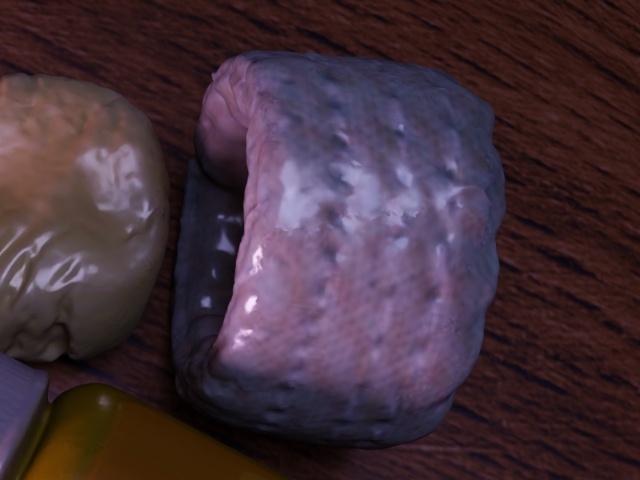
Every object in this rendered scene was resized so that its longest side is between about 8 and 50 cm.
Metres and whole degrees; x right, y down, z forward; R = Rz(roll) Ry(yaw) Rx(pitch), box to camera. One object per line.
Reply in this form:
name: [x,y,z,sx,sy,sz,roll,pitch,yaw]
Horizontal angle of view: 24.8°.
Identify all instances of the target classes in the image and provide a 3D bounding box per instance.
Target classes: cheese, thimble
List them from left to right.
cheese: [-0.222,-0.021,1.084,0.214,0.117,0.226,5,60,-18]
thimble: [0.000,0.000,1.080,0.195,0.291,0.292,10,63,-18]

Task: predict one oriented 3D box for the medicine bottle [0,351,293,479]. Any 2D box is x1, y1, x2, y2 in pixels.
medicine bottle: [-0.151,0.207,0.935,0.384,0.224,0.224,30,58,-9]
